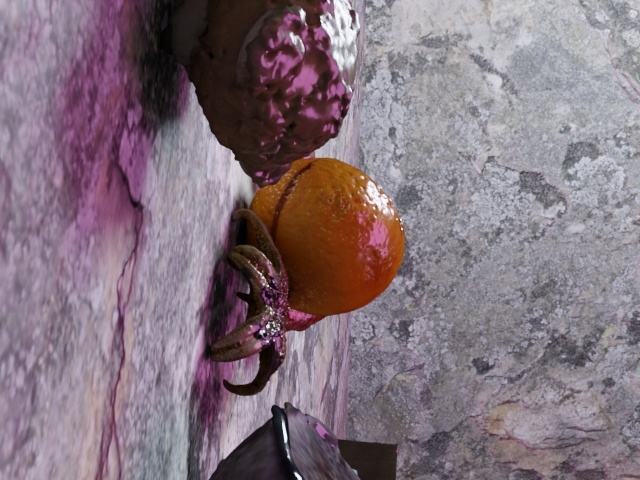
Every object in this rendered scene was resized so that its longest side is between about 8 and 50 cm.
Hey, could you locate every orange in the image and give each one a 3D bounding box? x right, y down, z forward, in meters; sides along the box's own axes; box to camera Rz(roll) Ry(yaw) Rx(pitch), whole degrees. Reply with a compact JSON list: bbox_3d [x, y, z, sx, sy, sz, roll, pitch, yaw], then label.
[{"bbox_3d":[0.000,0.000,1.093,0.161,0.193,0.193,-52,154,-37],"label":"orange"}]

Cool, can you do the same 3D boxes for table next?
[{"bbox_3d":[0.057,0.496,1.920,0.172,0.193,0.169,76,18,-73],"label":"table"}]

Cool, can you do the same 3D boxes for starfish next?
[{"bbox_3d":[-0.070,0.063,0.997,0.146,0.074,0.189,66,26,-65],"label":"starfish"}]

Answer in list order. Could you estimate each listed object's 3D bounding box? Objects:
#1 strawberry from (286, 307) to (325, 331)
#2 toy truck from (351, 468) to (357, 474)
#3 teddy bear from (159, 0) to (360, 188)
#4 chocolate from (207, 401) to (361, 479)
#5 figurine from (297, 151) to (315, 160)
[{"bbox_3d":[-0.022,0.050,1.265,0.175,0.107,0.235,85,11,-55],"label":"strawberry"},{"bbox_3d":[-0.030,0.348,1.212,0.257,0.140,0.107,-40,134,-82],"label":"toy truck"},{"bbox_3d":[-0.039,-0.175,0.724,0.267,0.156,0.256,86,11,-63],"label":"teddy bear"},{"bbox_3d":[-0.035,0.315,0.796,0.303,0.213,0.303,56,3,-4],"label":"chocolate"},{"bbox_3d":[-0.040,-0.109,1.177,0.067,0.071,0.083,-44,160,-3],"label":"figurine"}]
